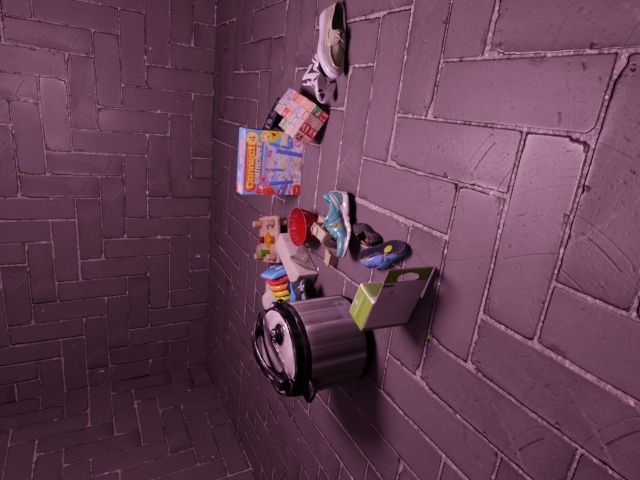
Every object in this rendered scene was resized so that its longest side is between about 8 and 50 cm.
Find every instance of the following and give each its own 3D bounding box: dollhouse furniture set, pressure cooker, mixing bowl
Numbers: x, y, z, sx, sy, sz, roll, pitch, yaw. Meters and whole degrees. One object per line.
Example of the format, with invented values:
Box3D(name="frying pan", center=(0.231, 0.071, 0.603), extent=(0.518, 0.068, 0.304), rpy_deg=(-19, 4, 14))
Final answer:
Box3D(name="dollhouse furniture set", center=(0.000, 0.000, 1.827), extent=(0.182, 0.101, 0.160), rpy_deg=(45, 131, 50))
Box3D(name="pressure cooker", center=(-0.059, 0.408, 1.652), extent=(0.370, 0.421, 0.375), rpy_deg=(-7, 88, 60))
Box3D(name="mixing bowl", center=(-0.067, -0.065, 1.944), extent=(0.181, 0.098, 0.181), rpy_deg=(14, 106, 60))

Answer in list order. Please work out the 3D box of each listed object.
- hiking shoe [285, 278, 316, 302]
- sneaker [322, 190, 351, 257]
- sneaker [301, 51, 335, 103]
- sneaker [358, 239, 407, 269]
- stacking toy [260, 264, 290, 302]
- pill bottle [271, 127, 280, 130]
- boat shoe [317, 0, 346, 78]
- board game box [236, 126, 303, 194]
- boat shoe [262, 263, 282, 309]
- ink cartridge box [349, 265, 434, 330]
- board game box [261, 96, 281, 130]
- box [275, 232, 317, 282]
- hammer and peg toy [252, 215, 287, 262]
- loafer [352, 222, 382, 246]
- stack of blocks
Box3D(name="hiking shoe", center=(-0.075, 0.323, 1.936), extent=(0.132, 0.113, 0.303), rpy_deg=(-5, 96, 35))
Box3D(name="sneaker", center=(0.064, -0.063, 1.680), extent=(0.107, 0.110, 0.275), rpy_deg=(120, 146, -80))
Box3D(name="sneaker", center=(-0.015, -0.668, 1.791), extent=(0.153, 0.094, 0.234), rpy_deg=(-28, 68, 60))
Box3D(name="sneaker", center=(0.231, 0.056, 1.474), extent=(0.209, 0.082, 0.069), rpy_deg=(-19, 34, 46))
Box3D(name="stacking toy", center=(-0.180, 0.283, 2.166), extent=(0.166, 0.175, 0.301), rpy_deg=(3, 109, 61))
Box3D(name="pill bottle", center=(-0.253, -0.545, 2.257), extent=(0.120, 0.067, 0.067), rpy_deg=(-61, 43, 44))
Box3D(name="boat shoe", center=(0.051, -0.793, 1.647), extent=(0.094, 0.109, 0.302), rpy_deg=(-19, 74, 58))
Box3D(name="board game box", center=(-0.240, -0.375, 2.012), extent=(0.086, 0.302, 0.307), rpy_deg=(32, 121, 56))
Box3D(name="boat shoe", center=(-0.254, 0.271, 2.354), extent=(0.099, 0.116, 0.319), rpy_deg=(-59, -21, -57))
Box3D(name="ink cartridge box", center=(0.227, 0.162, 1.351), extent=(0.097, 0.189, 0.255), rpy_deg=(55, 137, 46))
Box3D(name="board game box", center=(-0.274, -0.622, 2.231), extent=(0.243, 0.042, 0.165), rpy_deg=(-47, 20, 53))
Box3D(name="box", center=(-0.120, 0.090, 2.047), extent=(0.275, 0.113, 0.094), rpy_deg=(62, 142, 35))
Box3D(name="hammer and peg toy", center=(-0.306, -0.011, 2.348), extent=(0.361, 0.128, 0.265), rpy_deg=(1, 94, 61))
Box3D(name="loafer", center=(0.161, -0.024, 1.576), extent=(0.170, 0.061, 0.062), rpy_deg=(36, 125, 55))
Box3D(name="stack of blocks", center=(-0.104, -0.563, 1.897), extent=(0.171, 0.087, 0.297), rpy_deg=(-52, 42, 12))
